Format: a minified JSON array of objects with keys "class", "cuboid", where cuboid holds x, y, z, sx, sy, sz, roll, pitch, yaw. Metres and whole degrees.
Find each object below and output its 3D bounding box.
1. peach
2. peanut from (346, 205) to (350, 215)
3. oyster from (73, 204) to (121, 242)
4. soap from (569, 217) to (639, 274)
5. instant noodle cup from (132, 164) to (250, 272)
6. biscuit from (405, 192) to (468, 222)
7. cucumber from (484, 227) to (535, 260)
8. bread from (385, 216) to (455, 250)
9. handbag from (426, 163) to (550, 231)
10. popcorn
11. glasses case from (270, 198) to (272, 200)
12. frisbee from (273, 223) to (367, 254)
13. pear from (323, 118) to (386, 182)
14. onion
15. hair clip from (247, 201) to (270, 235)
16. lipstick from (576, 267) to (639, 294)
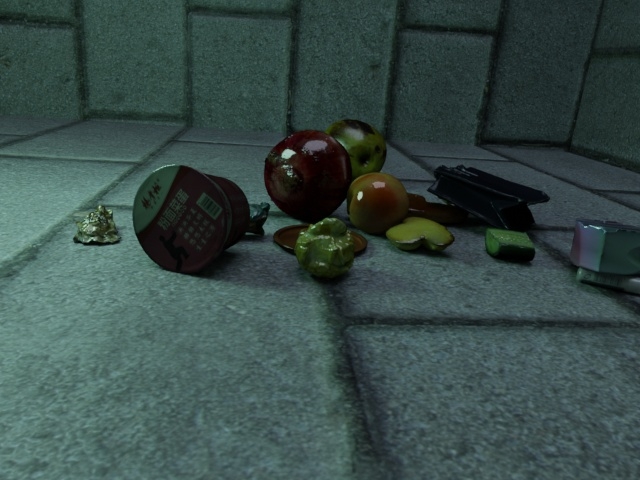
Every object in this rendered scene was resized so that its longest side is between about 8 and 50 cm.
[{"class":"peach","cuboid":[0.164,-0.111,1.464,0.184,0.184,0.184,4,19,-1]},{"class":"peanut","cuboid":[0.165,-0.117,1.592,0.175,0.080,0.080,-18,18,7]},{"class":"oyster","cuboid":[-0.565,-0.036,1.281,0.108,0.053,0.165,-14,32,-20]},{"class":"soap","cuboid":[0.732,0.014,1.273,0.324,0.109,0.193,3,12,-36]},{"class":"instant noodle cup","cuboid":[-0.279,-0.055,1.166,0.235,0.234,0.178,10,10,16]},{"class":"biscuit","cuboid":[0.328,-0.108,1.702,0.262,0.052,0.277,0,20,-24]},{"class":"cucumber","cuboid":[0.503,0.017,1.359,0.115,0.062,0.116,5,26,6]},{"class":"bread","cuboid":[0.264,0.000,1.365,0.149,0.065,0.188,-20,32,-30]},{"class":"handbag","cuboid":[0.536,-0.145,1.653,0.329,0.121,0.303,30,25,30]},{"class":"popcorn","cuboid":[0.011,0.024,1.151,0.136,0.162,0.141,35,38,-18]},{"class":"glasses case","cuboid":[-0.129,-0.176,1.806,0.065,0.041,0.170,7,18,4]},{"class":"frisbee","cuboid":[0.000,0.000,1.354,0.251,0.021,0.251,3,19,-1]},{"class":"pear","cuboid":[0.127,-0.350,2.031,0.284,0.283,0.283,4,19,-1]},{"class":"onion","cuboid":[-0.041,-0.194,1.539,0.276,0.276,0.276,4,19,-1]},{"class":"hair clip","cuboid":[-0.310,-0.044,1.339,0.359,0.110,0.095,-2,-21,-6]},{"class":"lipstick","cuboid":[0.685,0.094,1.208,0.141,0.040,0.040,12,20,21]}]
